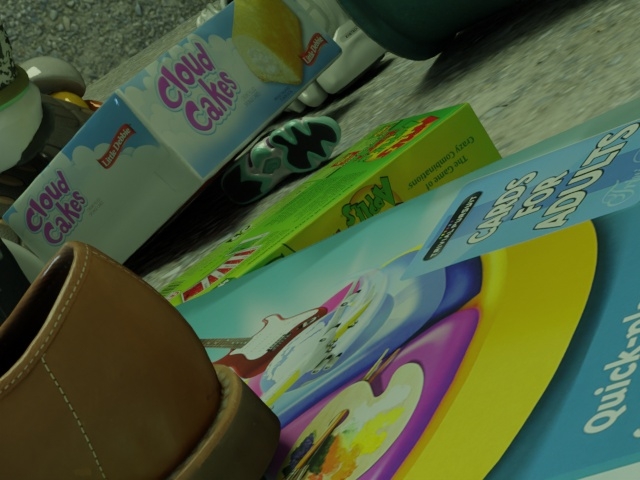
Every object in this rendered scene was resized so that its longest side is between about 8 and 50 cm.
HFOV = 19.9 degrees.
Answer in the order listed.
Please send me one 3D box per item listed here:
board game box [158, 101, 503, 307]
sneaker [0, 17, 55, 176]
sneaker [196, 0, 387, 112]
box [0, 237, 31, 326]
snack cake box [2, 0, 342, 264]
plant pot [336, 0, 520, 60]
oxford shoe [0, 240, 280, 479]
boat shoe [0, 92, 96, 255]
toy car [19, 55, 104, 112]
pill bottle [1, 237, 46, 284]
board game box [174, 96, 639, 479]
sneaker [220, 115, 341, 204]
[{"bbox_3d":[0.000,0.000,0.929,0.181,0.043,0.092,-38,13,-24],"label":"board game box"},{"bbox_3d":[-0.409,-0.141,1.353,0.410,0.182,0.158,-4,26,0],"label":"sneaker"},{"bbox_3d":[-0.072,-0.152,1.570,0.292,0.118,0.110,-23,17,45],"label":"sneaker"},{"bbox_3d":[-0.376,0.019,0.653,0.297,0.480,0.472,-28,10,17],"label":"box"},{"bbox_3d":[-0.103,-0.081,1.345,0.152,0.089,0.264,-41,5,33],"label":"snack cake box"},{"bbox_3d":[0.165,-0.337,1.281,0.334,0.341,0.341,-16,18,26],"label":"plant pot"},{"bbox_3d":[-0.109,0.084,0.387,0.212,0.076,0.076,-45,21,-18],"label":"oxford shoe"},{"bbox_3d":[-0.222,-0.013,1.445,0.324,0.123,0.116,-95,30,-68],"label":"boat shoe"},{"bbox_3d":[-0.259,-0.077,1.740,0.182,0.159,0.136,-23,-21,34],"label":"toy car"},{"bbox_3d":[-0.224,0.070,1.016,0.124,0.124,0.221,-38,9,-27],"label":"pill bottle"},{"bbox_3d":[-0.012,0.088,0.453,0.336,0.079,0.254,-24,20,35],"label":"board game box"},{"bbox_3d":[-0.022,-0.067,1.277,0.098,0.038,0.069,-26,14,25],"label":"sneaker"}]
